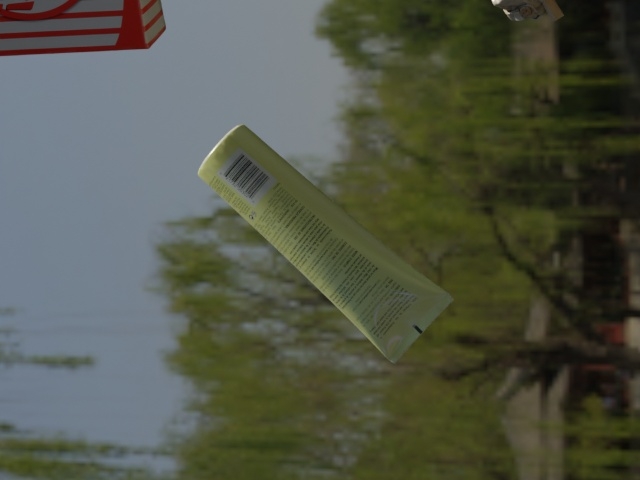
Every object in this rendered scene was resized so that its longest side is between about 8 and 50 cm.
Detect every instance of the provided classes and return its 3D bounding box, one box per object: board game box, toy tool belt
[{"bbox_3d":[-0.201,-0.187,0.909,0.045,0.193,0.147,-68,-26,-64],"label":"board game box"},{"bbox_3d":[0.153,-0.187,1.059,0.052,0.051,0.083,-60,6,44],"label":"toy tool belt"}]

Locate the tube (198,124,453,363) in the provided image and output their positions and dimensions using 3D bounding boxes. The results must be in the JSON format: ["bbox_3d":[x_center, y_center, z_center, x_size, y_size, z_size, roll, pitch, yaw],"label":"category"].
[{"bbox_3d":[0.000,0.000,1.295,0.062,0.240,0.070,-47,-6,-14],"label":"tube"}]
